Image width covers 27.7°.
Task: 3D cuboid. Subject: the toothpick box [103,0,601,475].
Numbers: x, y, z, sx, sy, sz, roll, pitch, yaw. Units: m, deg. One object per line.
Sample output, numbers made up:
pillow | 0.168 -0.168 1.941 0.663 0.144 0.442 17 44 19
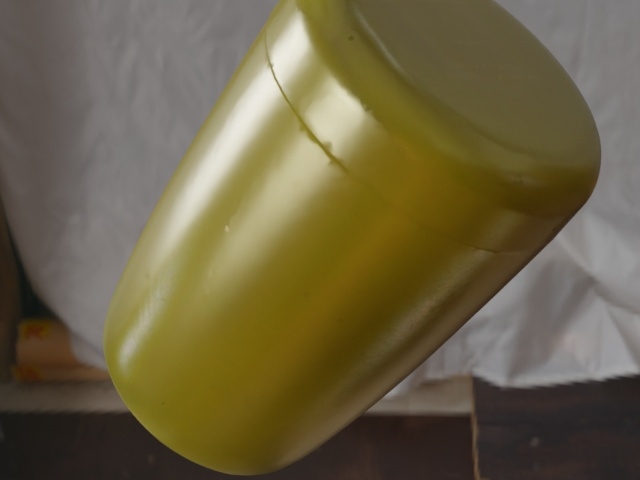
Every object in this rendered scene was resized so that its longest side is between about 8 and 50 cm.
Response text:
toothpick box | 0.000 0.000 0.678 0.175 0.271 0.175 26 35 -19
